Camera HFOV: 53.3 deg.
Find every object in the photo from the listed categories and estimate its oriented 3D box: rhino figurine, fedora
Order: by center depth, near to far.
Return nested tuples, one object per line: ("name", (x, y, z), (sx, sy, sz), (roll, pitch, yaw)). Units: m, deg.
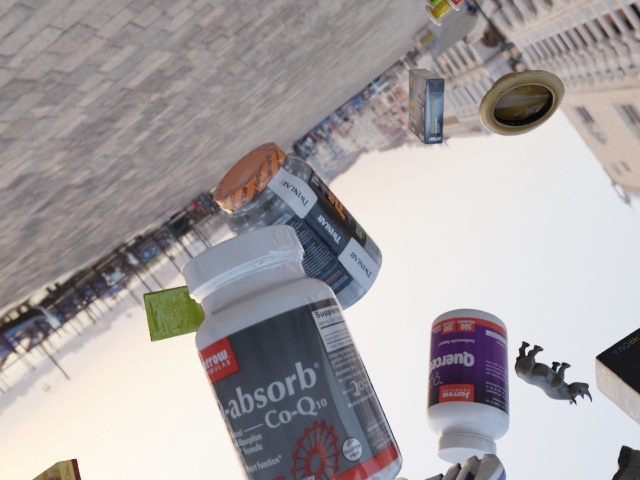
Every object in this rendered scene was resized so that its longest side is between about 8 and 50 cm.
("fedora", (0.449, -0.327, 1.451), (0.194, 0.194, 0.079), (-35, -136, 27))
("rhino figurine", (0.660, 0.391, 1.807), (0.106, 0.243, 0.073), (-57, 174, -14))

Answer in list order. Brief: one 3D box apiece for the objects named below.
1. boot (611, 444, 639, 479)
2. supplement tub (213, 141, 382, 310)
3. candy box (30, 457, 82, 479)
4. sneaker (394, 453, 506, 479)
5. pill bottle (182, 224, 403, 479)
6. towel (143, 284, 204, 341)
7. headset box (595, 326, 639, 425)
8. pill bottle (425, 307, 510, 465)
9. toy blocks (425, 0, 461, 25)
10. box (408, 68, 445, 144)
("boot", (0.815, 0.631, 1.593), (0.161, 0.083, 0.246), (9, -134, 35))
("supplement tub", (-0.042, -0.021, 1.207), (0.193, 0.316, 0.194), (-33, -152, 20))
("candy box", (-0.574, 0.549, 1.343), (0.186, 0.109, 0.053), (-35, 154, 23))
("sneaker", (0.200, 0.484, 1.046), (0.315, 0.182, 0.127), (-32, 177, 36))
("pill bottle", (-0.049, 0.178, 0.877), (0.210, 0.363, 0.210), (-22, 169, -4))
("towel", (-0.249, 0.139, 1.336), (0.237, 0.102, 0.021), (-9, 176, -36))
("headset box", (0.809, 0.322, 1.413), (0.246, 0.131, 0.283), (-29, -142, -8))
("pill bottle", (0.332, 0.328, 1.439), (0.181, 0.181, 0.323), (-32, -142, 44))
("toy blocks", (0.296, -0.547, 1.374), (0.148, 0.054, 0.123), (-34, -146, 32))
("box", (0.305, -0.394, 1.857), (0.056, 0.183, 0.231), (-5, -157, -3))
